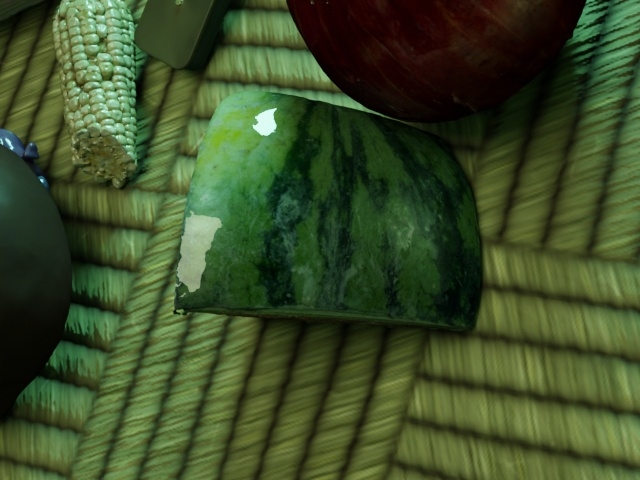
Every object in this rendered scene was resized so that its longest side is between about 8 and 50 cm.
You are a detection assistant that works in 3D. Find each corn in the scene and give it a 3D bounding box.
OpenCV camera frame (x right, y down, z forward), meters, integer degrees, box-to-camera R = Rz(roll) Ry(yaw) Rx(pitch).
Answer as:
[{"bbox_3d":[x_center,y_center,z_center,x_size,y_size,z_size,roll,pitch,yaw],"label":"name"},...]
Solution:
[{"bbox_3d":[-0.232,-0.160,1.517,0.087,0.087,0.210,-19,60,23],"label":"corn"}]

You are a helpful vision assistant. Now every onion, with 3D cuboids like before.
[{"bbox_3d":[0.107,-0.229,1.255,0.276,0.276,0.276,-12,64,26],"label":"onion"}]

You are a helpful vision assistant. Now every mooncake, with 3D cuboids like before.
[{"bbox_3d":[-0.413,0.035,1.459,0.334,0.174,0.326,-49,66,25],"label":"mooncake"}]

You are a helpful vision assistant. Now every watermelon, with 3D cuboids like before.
[{"bbox_3d":[0.000,0.000,1.296,0.262,0.201,0.212,10,68,-11],"label":"watermelon"}]

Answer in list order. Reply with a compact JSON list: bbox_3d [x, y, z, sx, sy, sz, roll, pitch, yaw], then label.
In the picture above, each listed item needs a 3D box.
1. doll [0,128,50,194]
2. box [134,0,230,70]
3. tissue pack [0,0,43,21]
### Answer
[{"bbox_3d":[-0.321,-0.039,1.534,0.110,0.067,0.205,-35,66,25],"label":"doll"},{"bbox_3d":[-0.135,-0.240,1.508,0.091,0.031,0.126,30,103,37],"label":"box"},{"bbox_3d":[-0.383,-0.369,1.644,0.344,0.125,0.242,-20,78,22],"label":"tissue pack"}]
